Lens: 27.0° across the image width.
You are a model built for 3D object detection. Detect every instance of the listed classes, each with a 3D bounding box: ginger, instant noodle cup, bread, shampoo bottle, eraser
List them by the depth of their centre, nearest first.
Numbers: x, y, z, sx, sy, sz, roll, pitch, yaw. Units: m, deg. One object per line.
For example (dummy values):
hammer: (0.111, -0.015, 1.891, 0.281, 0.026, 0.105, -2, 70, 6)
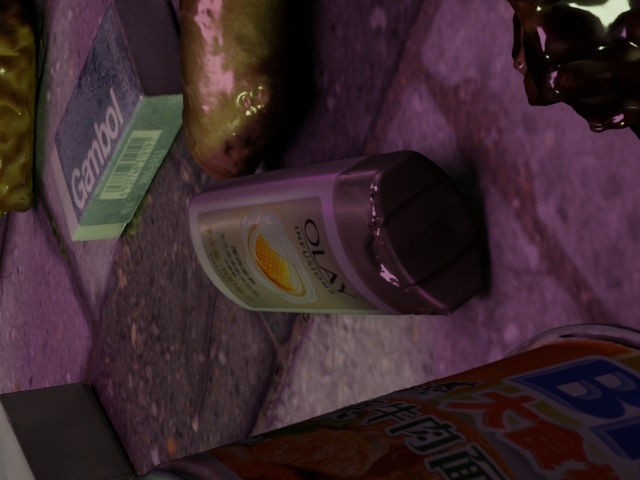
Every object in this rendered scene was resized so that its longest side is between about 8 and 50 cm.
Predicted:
instant noodle cup: (0.044, 0.190, 0.541, 0.296, 0.214, 0.296, 18, 111, 58)
shampoo bottle: (0.000, 0.000, 0.741, 0.227, 0.056, 0.086, -2, 120, 61)
ginger: (-0.051, -0.119, 0.810, 0.095, 0.069, 0.190, -83, -4, -74)
eraser: (-0.157, -0.087, 1.028, 0.212, 0.046, 0.092, -52, 50, 51)
bread: (-0.338, -0.143, 1.293, 0.181, 0.096, 0.222, 39, 130, 52)

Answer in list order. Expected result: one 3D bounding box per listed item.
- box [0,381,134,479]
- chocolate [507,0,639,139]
box: (-0.240, 0.257, 1.197, 0.129, 0.086, 0.225, 52, 137, 43)
chocolate: (0.088, -0.122, 0.450, 0.206, 0.177, 0.224, -57, 46, 49)
